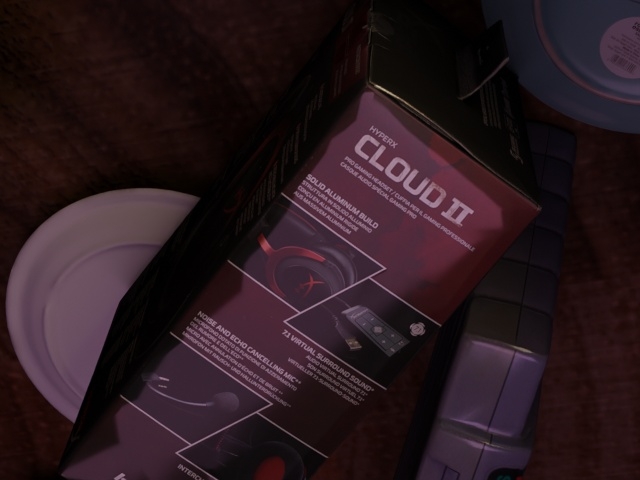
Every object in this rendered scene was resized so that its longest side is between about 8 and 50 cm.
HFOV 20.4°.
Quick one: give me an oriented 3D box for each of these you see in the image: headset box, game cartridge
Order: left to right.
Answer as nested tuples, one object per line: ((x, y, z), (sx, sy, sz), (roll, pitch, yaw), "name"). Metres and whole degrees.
((0.000, 0.000, 0.946), (0.110, 0.218, 0.293), (35, 109, -11), "headset box")
((0.078, 0.134, 1.049), (0.068, 0.230, 0.355), (13, 126, -1), "game cartridge")

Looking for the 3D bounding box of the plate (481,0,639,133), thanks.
((0.181, -0.134, 0.973), (0.188, 0.024, 0.188), (4, 125, 5), "plate")

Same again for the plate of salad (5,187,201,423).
((-0.100, 0.051, 1.126), (0.200, 0.048, 0.200), (4, 120, 7), "plate of salad")
